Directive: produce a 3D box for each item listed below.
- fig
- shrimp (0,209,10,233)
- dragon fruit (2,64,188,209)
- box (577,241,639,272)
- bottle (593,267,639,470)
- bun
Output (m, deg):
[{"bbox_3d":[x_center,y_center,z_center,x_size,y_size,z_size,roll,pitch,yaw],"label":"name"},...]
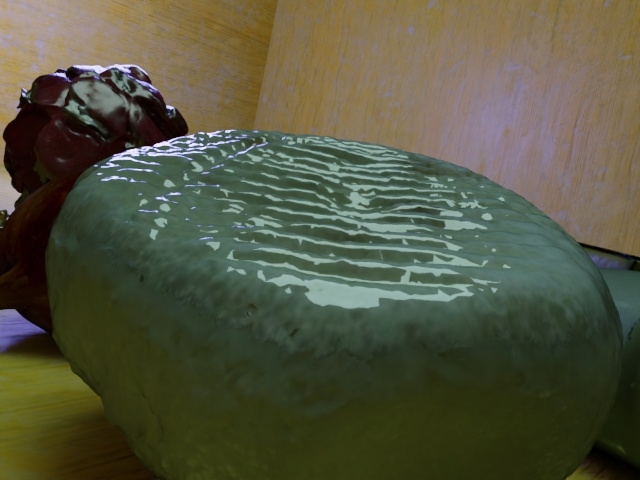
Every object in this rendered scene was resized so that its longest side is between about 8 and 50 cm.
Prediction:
[{"bbox_3d":[-0.221,0.024,0.662,0.175,0.175,0.207,13,20,21],"label":"fig"},{"bbox_3d":[-0.456,-0.004,1.032,0.132,0.051,0.187,30,10,-3],"label":"shrimp"},{"bbox_3d":[-0.390,-0.160,1.315,0.329,0.329,0.329,11,5,-1],"label":"dragon fruit"},{"bbox_3d":[0.535,0.099,1.326,0.420,0.138,0.373,16,5,-26],"label":"box"},{"bbox_3d":[0.254,0.101,0.746,0.169,0.168,0.347,10,3,-20],"label":"bottle"},{"bbox_3d":[0.001,0.047,0.482,0.355,0.194,0.354,9,21,-3],"label":"bun"}]
